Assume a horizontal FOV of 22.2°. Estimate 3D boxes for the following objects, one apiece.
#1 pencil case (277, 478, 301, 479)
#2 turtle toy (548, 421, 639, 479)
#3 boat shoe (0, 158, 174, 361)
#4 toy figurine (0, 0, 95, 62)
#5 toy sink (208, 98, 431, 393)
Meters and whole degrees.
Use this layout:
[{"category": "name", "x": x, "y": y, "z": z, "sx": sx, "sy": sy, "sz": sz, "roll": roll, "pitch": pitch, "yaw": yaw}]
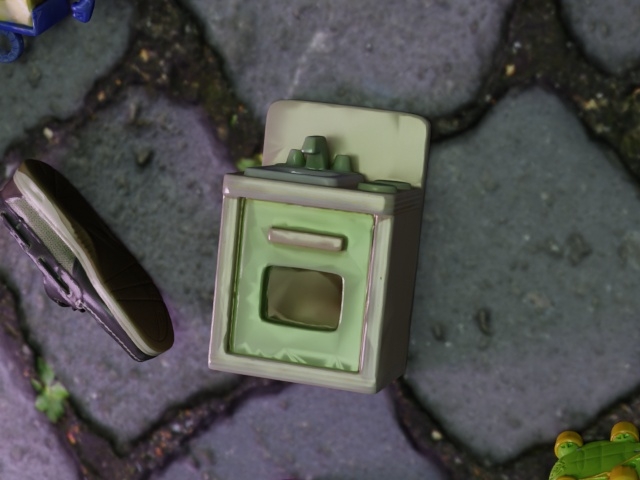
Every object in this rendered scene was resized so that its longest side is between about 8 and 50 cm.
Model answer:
[{"category": "pencil case", "x": -0.026, "y": 0.325, "z": 1.465, "sx": 0.098, "sy": 0.095, "sz": 0.209, "roll": 17, "pitch": 101, "yaw": 45}, {"category": "turtle toy", "x": 0.252, "y": 0.204, "z": 1.381, "sx": 0.130, "sy": 0.095, "sz": 0.066, "roll": -12, "pitch": 113, "yaw": 17}, {"category": "boat shoe", "x": -0.221, "y": 0.028, "z": 1.503, "sx": 0.073, "sy": 0.080, "sz": 0.223, "roll": -42, "pitch": 78, "yaw": 21}, {"category": "toy figurine", "x": -0.329, "y": -0.248, "z": 1.452, "sx": 0.362, "sy": 0.191, "sz": 0.217, "roll": 9, "pitch": 129, "yaw": 16}, {"category": "toy sink", "x": 0.000, "y": 0.000, "z": 1.406, "sx": 0.153, "sy": 0.131, "sz": 0.234, "roll": 8, "pitch": 96, "yaw": 14}]
